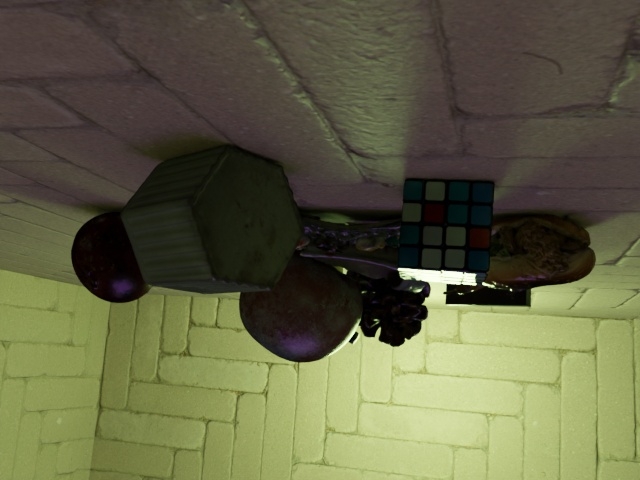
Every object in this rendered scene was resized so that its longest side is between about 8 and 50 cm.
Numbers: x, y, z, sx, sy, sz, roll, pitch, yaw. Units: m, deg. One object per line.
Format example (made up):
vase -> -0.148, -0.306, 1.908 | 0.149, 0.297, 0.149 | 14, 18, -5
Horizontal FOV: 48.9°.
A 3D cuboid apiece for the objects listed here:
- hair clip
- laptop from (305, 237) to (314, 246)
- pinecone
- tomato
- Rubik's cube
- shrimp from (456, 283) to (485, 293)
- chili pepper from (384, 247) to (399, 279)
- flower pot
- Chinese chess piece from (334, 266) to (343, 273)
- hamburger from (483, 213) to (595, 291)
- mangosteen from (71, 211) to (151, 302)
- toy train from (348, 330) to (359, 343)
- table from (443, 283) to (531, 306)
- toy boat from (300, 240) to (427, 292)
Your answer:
hair clip -> 0.050, -0.010, 1.471 | 0.321, 0.091, 0.138 | 4, 173, 10
laptop -> 0.000, 0.000, 1.770 | 0.269, 0.015, 0.187 | 5, 170, -6
pinecone -> 0.189, 0.165, 1.934 | 0.244, 0.244, 0.309 | -1, -145, -1
tomato -> -0.051, 0.152, 1.767 | 0.316, 0.283, 0.317 | 31, -178, -1
Rubik's cube -> 0.213, -0.011, 1.204 | 0.151, 0.154, 0.155 | 3, 170, 9
shrimp -> 0.375, 0.074, 1.726 | 0.063, 0.152, 0.287 | 41, 171, -5
chili pepper -> 0.249, 0.045, 1.753 | 0.099, 0.083, 0.253 | 13, 162, -44
flower pot -> -0.169, -0.026, 1.122 | 0.189, 0.209, 0.239 | -7, 164, 45
Chinese chess piece -> -0.057, 0.093, 2.088 | 0.249, 0.103, 0.250 | 4, 171, 1
hamburger -> 0.430, 0.029, 1.421 | 0.243, 0.146, 0.286 | -1, 170, -10
mangosteen -> -0.450, 0.026, 1.648 | 0.215, 0.215, 0.257 | -4, -157, 39
toy train -> -0.020, 0.223, 1.973 | 0.253, 0.105, 0.157 | 31, -159, 23
table -> 0.455, 0.120, 1.968 | 0.240, 0.122, 0.111 | -3, 168, 35
toy boat -> 0.127, 0.047, 1.629 | 0.293, 0.111, 0.276 | 10, 170, 12
